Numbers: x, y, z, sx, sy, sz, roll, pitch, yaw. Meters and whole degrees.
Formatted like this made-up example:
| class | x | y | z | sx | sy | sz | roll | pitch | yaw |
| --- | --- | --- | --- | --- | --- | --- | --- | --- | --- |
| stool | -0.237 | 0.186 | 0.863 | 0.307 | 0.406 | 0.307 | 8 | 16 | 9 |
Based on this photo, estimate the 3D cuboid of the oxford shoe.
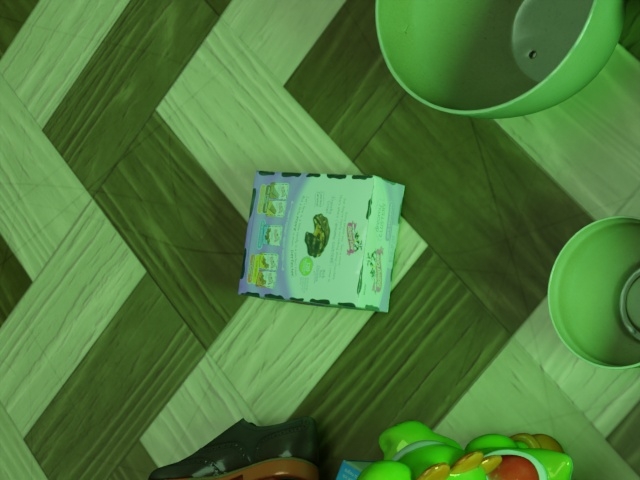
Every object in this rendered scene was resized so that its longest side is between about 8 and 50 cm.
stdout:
| class | x | y | z | sx | sy | sz | roll | pitch | yaw |
| --- | --- | --- | --- | --- | --- | --- | --- | --- | --- |
| oxford shoe | -0.111 | 0.287 | 1.910 | 0.271 | 0.097 | 0.098 | -13 | 54 | 31 |

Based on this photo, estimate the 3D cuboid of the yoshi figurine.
| class | x | y | z | sx | sy | sz | roll | pitch | yaw |
| --- | --- | --- | --- | --- | --- | --- | --- | --- | --- |
| yoshi figurine | 0.123 | 0.290 | 1.544 | 0.203 | 0.362 | 0.203 | 16 | 92 | 37 |

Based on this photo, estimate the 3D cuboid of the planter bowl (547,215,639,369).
| class | x | y | z | sx | sy | sz | roll | pitch | yaw |
| --- | --- | --- | --- | --- | --- | --- | --- | --- | --- |
| planter bowl | 0.340 | 0.061 | 1.583 | 0.162 | 0.109 | 0.162 | -8 | 77 | 37 |

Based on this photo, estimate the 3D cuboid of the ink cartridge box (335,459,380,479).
| class | x | y | z | sx | sy | sz | roll | pitch | yaw |
| --- | --- | --- | --- | --- | --- | --- | --- | --- | --- |
| ink cartridge box | 0.059 | 0.364 | 1.714 | 0.086 | 0.148 | 0.203 | 27 | 97 | 36 |

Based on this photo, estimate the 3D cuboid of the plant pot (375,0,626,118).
| class | x | y | z | sx | sy | sz | roll | pitch | yaw |
| --- | --- | --- | --- | --- | --- | --- | --- | --- | --- |
| plant pot | 0.231 | -0.260 | 1.676 | 0.284 | 0.191 | 0.284 | -9 | 75 | 36 |

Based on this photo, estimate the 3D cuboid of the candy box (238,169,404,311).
| class | x | y | z | sx | sy | sz | roll | pitch | yaw |
| --- | --- | --- | --- | --- | --- | --- | --- | --- | --- |
| candy box | 0.000 | 0.000 | 1.878 | 0.196 | 0.070 | 0.165 | 5 | 84 | 38 |
